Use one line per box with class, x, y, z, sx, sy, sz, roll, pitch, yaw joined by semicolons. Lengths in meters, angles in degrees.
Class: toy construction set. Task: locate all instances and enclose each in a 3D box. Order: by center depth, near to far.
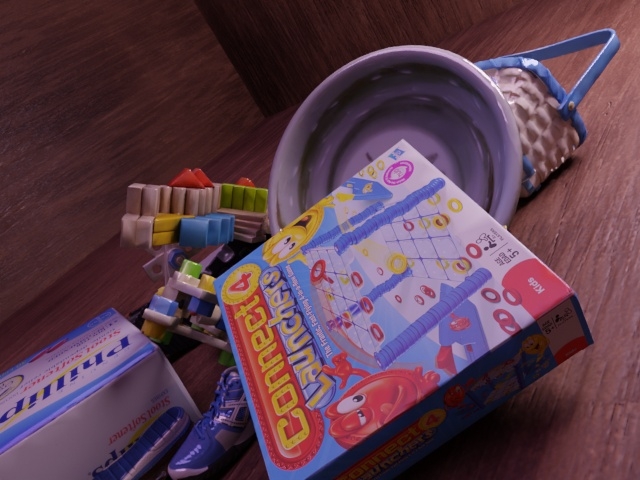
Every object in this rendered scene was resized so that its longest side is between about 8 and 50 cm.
toy construction set;-0.192;0.095;0.821;0.151;0.215;0.327;-64;28;4

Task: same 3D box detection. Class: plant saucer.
plant saucer;0.102;-0.082;0.782;0.400;0.401;0.100;-20;-20;28

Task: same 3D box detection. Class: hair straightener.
hair straightener;-0.351;0.156;1.196;0.230;0.047;0.089;-24;22;10

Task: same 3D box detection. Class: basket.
basket;0.312;-0.216;0.852;0.289;0.201;0.254;-51;25;-19

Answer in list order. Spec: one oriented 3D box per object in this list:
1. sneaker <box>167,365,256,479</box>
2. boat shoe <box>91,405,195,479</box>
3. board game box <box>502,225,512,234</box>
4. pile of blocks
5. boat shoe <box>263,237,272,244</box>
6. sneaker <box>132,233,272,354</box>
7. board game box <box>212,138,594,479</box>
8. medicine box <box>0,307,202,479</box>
sneaker;-0.114;0.212;0.667;0.211;0.081;0.080;-43;24;-26
boat shoe;-0.224;0.298;0.649;0.183;0.066;0.066;-42;23;-24
board game box;0.146;0.072;0.601;0.170;0.048;0.141;-20;42;29
pile of blocks;-0.175;-0.062;0.876;0.148;0.113;0.362;13;14;25
boat shoe;0.000;0.000;0.925;0.335;0.121;0.119;-38;7;15
sneaker;-0.231;0.106;1.053;0.330;0.122;0.146;-40;6;-21
board game box;0.052;0.071;0.563;0.301;0.086;0.308;-37;40;4
medicine box;-0.359;0.253;0.771;0.263;0.149;0.289;-34;21;-27
